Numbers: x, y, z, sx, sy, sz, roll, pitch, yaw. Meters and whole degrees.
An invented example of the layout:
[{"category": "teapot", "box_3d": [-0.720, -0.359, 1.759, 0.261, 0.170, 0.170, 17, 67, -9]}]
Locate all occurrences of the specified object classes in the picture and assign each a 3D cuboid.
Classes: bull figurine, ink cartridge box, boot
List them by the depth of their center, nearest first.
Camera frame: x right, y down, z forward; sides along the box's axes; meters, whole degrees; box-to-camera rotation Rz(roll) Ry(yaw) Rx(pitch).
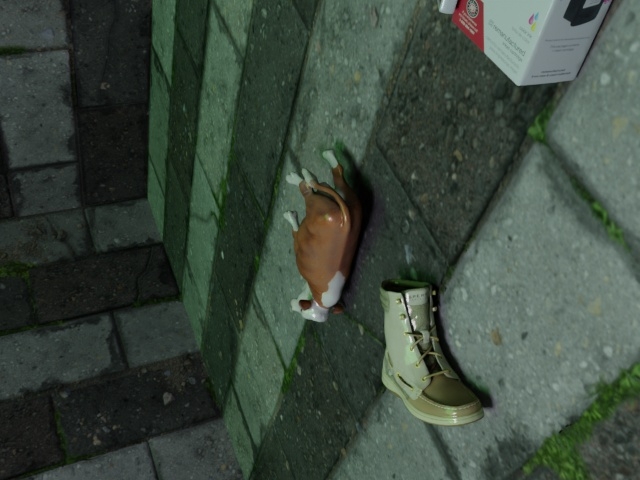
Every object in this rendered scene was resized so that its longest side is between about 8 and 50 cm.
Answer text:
[{"category": "ink cartridge box", "box_3d": [0.201, -0.251, 0.631, 0.175, 0.072, 0.127, 102, 148, -44]}, {"category": "boot", "box_3d": [0.142, 0.145, 0.949, 0.213, 0.077, 0.165, -156, 59, -66]}, {"category": "bull figurine", "box_3d": [0.000, 0.000, 1.173, 0.310, 0.101, 0.189, 110, 144, -51]}]

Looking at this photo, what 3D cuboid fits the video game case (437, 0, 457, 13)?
[{"category": "video game case", "box_3d": [0.142, -0.328, 0.707, 0.157, 0.019, 0.143, -84, 4, -49]}]
